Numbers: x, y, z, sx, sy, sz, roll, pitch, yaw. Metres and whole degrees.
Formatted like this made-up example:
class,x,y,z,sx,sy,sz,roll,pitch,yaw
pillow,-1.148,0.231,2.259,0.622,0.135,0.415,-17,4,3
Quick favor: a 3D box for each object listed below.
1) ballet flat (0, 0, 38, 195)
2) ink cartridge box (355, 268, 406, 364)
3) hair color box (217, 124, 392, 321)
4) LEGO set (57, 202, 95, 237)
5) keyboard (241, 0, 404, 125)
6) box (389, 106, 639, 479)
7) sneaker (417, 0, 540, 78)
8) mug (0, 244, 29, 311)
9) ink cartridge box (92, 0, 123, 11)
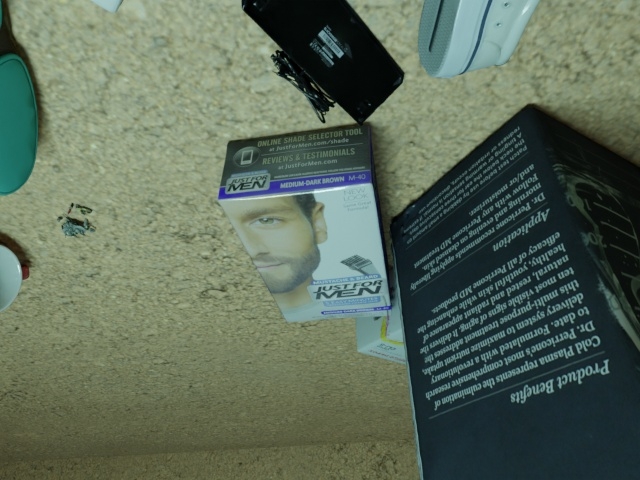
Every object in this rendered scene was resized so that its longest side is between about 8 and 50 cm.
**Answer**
class,x,y,z,sx,sy,sz,roll,pitch,yaw
ballet flat,-0.357,-0.185,0.446,0.124,0.116,0.342,26,142,-1
ink cartridge box,0.164,0.130,0.868,0.128,0.127,0.176,22,141,-29
hair color box,0.000,0.000,0.701,0.185,0.110,0.338,-6,143,10
LEGO set,-0.377,-0.024,0.737,0.054,0.023,0.083,8,144,-12
keyboard,-0.003,-0.196,0.493,0.100,0.038,0.192,-43,130,15
box,0.377,0.162,0.614,0.480,0.471,0.297,18,142,-24
sneaker,0.148,-0.248,0.375,0.091,0.094,0.258,-13,152,-13
mug,-0.583,0.064,0.779,0.170,0.113,0.150,3,156,17
ink cartridge box,-0.144,-0.302,0.255,0.199,0.114,0.273,25,138,-31
